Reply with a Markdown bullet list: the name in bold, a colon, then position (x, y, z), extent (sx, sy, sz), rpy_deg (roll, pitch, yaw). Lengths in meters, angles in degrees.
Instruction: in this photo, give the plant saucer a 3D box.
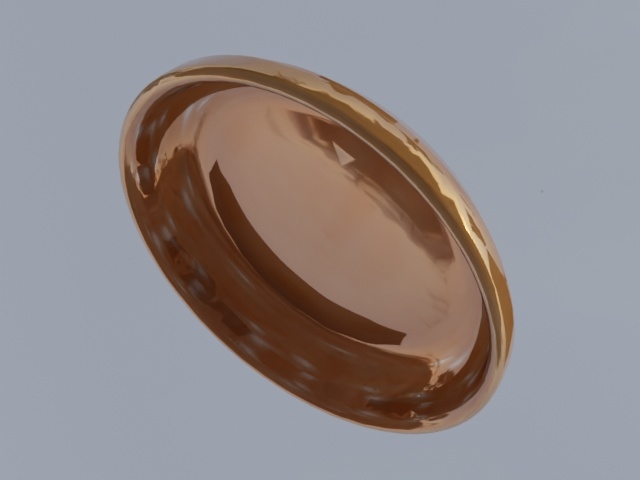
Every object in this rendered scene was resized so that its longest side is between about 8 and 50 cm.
- **plant saucer**: position (0.000, 0.000, 0.639), extent (0.200, 0.200, 0.037), rpy_deg (39, -125, 6)
